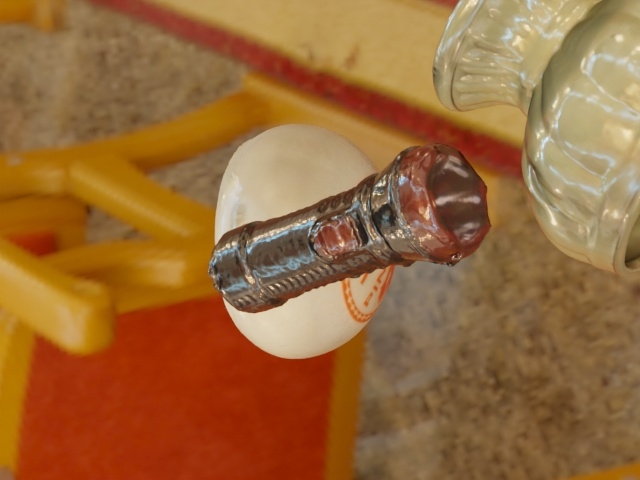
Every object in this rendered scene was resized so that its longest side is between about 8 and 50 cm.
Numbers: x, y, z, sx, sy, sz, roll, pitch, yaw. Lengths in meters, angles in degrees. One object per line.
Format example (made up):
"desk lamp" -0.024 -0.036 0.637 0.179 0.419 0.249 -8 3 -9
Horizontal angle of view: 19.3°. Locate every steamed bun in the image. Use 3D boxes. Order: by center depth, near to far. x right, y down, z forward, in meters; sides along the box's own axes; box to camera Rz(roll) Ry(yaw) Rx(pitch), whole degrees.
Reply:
"steamed bun" 0.000 0.000 1.842 0.145 0.232 0.231 -1 102 21

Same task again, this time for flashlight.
"flashlight" 0.013 -0.003 1.412 0.232 0.093 0.093 -19 87 37

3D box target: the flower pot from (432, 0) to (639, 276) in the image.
"flower pot" 0.258 -0.148 1.682 0.244 0.307 0.307 39 131 19
